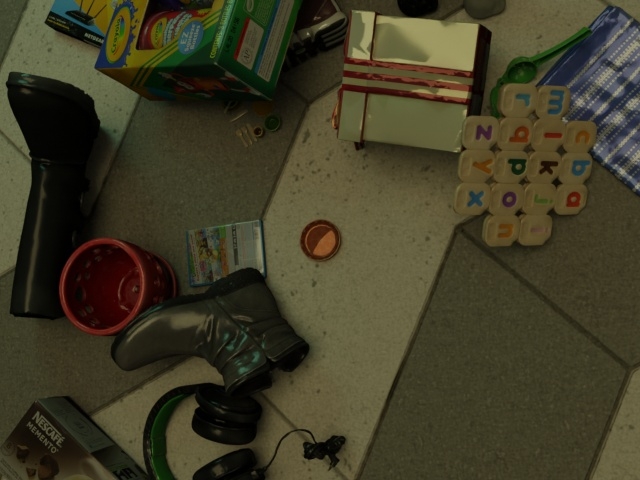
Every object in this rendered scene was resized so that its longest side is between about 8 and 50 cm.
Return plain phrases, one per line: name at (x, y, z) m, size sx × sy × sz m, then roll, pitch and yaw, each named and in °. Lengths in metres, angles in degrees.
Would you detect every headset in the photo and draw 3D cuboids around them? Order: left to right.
headset at (-0.158, 0.393, 1.586) m, size 0.394 × 0.185 × 0.243 m, roll -7°, pitch 84°, yaw 31°

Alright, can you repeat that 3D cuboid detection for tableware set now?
tableware set at (-0.150, -0.278, 1.722) m, size 0.104 × 0.024 × 0.154 m, roll -30°, pitch 74°, yaw 10°

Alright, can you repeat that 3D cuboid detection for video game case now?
video game case at (-0.193, 0.027, 1.693) m, size 0.166 × 0.015 × 0.119 m, roll -8°, pitch 80°, yaw 15°

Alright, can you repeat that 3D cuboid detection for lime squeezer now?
lime squeezer at (0.370, -0.274, 1.541) m, size 0.310 × 0.059 × 0.110 m, roll -52°, pitch 52°, yaw 7°

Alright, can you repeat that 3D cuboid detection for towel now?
towel at (0.574, -0.243, 1.495) m, size 0.243 × 0.040 × 0.336 m, roll -47°, pitch 72°, yaw 6°

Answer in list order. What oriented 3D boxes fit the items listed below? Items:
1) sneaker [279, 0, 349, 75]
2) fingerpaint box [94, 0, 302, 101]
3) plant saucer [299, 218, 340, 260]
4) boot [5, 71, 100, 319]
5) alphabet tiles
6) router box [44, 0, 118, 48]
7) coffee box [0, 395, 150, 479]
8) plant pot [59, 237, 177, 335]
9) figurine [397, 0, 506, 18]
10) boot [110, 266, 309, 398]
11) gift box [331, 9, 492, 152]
sneaker at (-0.090, -0.438, 1.698) m, size 0.281 × 0.106 × 0.162 m, roll -21°, pitch 71°, yaw 2°
fingerpaint box at (-0.212, -0.506, 1.617) m, size 0.371 × 0.163 × 0.444 m, roll 9°, pitch 78°, yaw 41°
plant saucer at (0.000, 0.000, 1.640) m, size 0.084 × 0.013 × 0.083 m, roll -3°, pitch 80°, yaw 15°
boot at (-0.551, -0.068, 1.633) m, size 0.146 × 0.367 × 0.445 m, roll 10°, pitch 82°, yaw 3°
alphabet tiles at (0.356, -0.129, 1.443) m, size 0.278 × 0.021 × 0.284 m, roll -2°, pitch 105°, yaw -23°
router box at (-0.512, -0.509, 1.852) m, size 0.179 × 0.046 × 0.133 m, roll 24°, pitch 89°, yaw 19°
coffee box at (-0.487, 0.470, 1.656) m, size 0.297 × 0.119 × 0.168 m, roll 39°, pitch 95°, yaw 18°
plant pot at (-0.395, 0.099, 1.657) m, size 0.191 × 0.174 × 0.191 m, roll -2°, pitch 81°, yaw 15°
figurine at (0.233, -0.495, 1.544) m, size 0.215 × 0.209 × 0.092 m, roll 7°, pitch 84°, yaw 17°
boot at (-0.210, 0.206, 1.552) m, size 0.338 × 0.118 × 0.222 m, roll -28°, pitch 59°, yaw -7°
gift box at (0.163, -0.280, 1.519) m, size 0.258 × 0.276 × 0.255 m, roll 10°, pitch 98°, yaw 14°
